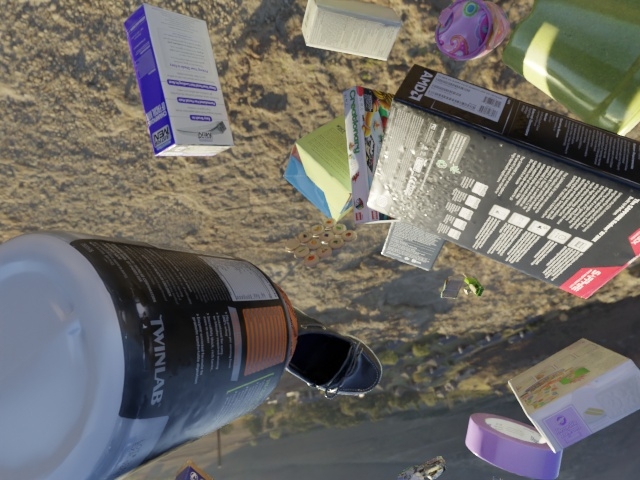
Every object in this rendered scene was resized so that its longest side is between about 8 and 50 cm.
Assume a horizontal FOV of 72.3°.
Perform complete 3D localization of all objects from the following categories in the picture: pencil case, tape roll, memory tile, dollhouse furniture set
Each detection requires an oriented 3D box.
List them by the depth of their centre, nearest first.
[{"bbox_3d":[0.340,-0.469,0.972,0.124,0.124,0.284,-42,180,38],"label":"pencil case"},{"bbox_3d":[0.000,0.000,1.022,0.148,0.113,0.012,-32,133,-21],"label":"memory tile"},{"bbox_3d":[0.610,0.645,1.393,0.274,0.090,0.275,13,177,1],"label":"tape roll"},{"bbox_3d":[0.461,0.147,1.449,0.151,0.059,0.076,6,117,-17],"label":"dollhouse furniture set"}]

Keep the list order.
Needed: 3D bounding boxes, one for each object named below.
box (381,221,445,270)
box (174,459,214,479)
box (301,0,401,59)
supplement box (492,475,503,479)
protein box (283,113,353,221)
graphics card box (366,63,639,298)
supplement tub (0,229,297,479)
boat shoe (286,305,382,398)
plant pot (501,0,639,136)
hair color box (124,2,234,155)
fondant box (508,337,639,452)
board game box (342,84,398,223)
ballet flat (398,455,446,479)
[{"bbox_3d":[0.398,-0.132,1.659,0.211,0.294,0.396,19,146,9],"label":"box"},{"bbox_3d":[-0.146,0.395,0.536,0.036,0.225,0.136,-42,101,7],"label":"box"},{"bbox_3d":[0.106,-0.746,1.526,0.310,0.121,0.148,3,140,-20],"label":"box"},{"bbox_3d":[0.589,0.794,1.378,0.083,0.056,0.083,22,164,10],"label":"supplement box"},{"bbox_3d":[0.050,-0.195,1.177,0.201,0.200,0.136,-39,167,-35],"label":"protein box"},{"bbox_3d":[0.262,-0.075,0.627,0.370,0.094,0.233,23,149,12],"label":"graphics card box"},{"bbox_3d":[-0.151,0.102,0.437,0.193,0.194,0.316,-24,166,15],"label":"supplement tub"},{"bbox_3d":[0.023,0.331,1.205,0.500,0.156,0.187,40,85,-38],"label":"boat shoe"},{"bbox_3d":[0.485,-0.351,0.783,0.276,0.253,0.276,-52,166,-19],"label":"plant pot"},{"bbox_3d":[-0.355,-0.392,1.117,0.110,0.339,0.185,-14,180,39],"label":"hair color box"},{"bbox_3d":[0.602,0.354,1.053,0.238,0.096,0.330,-35,166,11],"label":"fondant box"},{"bbox_3d":[0.150,-0.196,1.041,0.192,0.306,0.053,-6,180,-40],"label":"board game box"},{"bbox_3d":[0.229,0.515,0.969,0.114,0.041,0.041,-17,149,-12],"label":"ballet flat"}]
